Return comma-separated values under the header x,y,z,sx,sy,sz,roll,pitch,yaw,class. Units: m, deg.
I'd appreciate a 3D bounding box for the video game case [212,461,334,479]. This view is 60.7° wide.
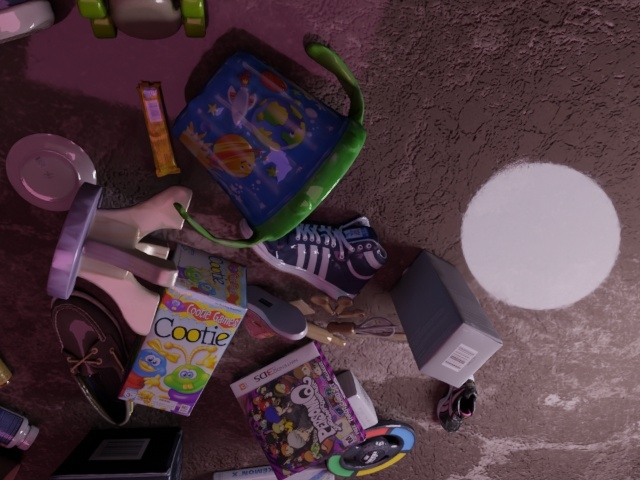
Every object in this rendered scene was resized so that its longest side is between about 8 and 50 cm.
x,y,z,sx,sy,sz,roll,pitch,yaw,class
-0.112,0.702,1.421,0.300,0.036,0.328,-5,120,-6,video game case

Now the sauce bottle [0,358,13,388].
x,y,z,sx,sy,sz,roll,pitch,yaw,class
-0.650,0.233,1.065,0.042,0.042,0.128,-17,119,1,sauce bottle

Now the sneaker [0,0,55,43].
x,y,z,sx,sy,sz,roll,pitch,yaw,class
-0.549,-0.310,0.723,0.350,0.131,0.148,-19,114,-4,sneaker

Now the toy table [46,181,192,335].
x,y,z,sx,sy,sz,roll,pitch,yaw,class
-0.315,0.017,0.860,0.161,0.274,0.252,16,106,-21,toy table

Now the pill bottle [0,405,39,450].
x,y,z,sx,sy,sz,roll,pitch,yaw,class
-0.658,0.391,1.139,0.120,0.067,0.067,39,108,-26,pill bottle

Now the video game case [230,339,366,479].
x,y,z,sx,sy,sz,roll,pitch,yaw,class
-0.048,0.358,1.156,0.210,0.042,0.232,-28,84,9,video game case

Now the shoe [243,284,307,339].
x,y,z,sx,sy,sz,roll,pitch,yaw,class
-0.089,0.157,1.042,0.064,0.178,0.081,-32,134,-34,shoe

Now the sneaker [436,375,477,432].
x,y,z,sx,sy,sz,roll,pitch,yaw,class
0.323,0.394,1.283,0.072,0.077,0.178,-1,121,-7,sneaker

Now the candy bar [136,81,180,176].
x,y,z,sx,sy,sz,roll,pitch,yaw,class
-0.265,-0.179,0.894,0.040,0.018,0.161,-9,121,-7,candy bar

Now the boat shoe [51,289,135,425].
x,y,z,sx,sy,sz,roll,pitch,yaw,class
-0.437,0.234,1.067,0.109,0.091,0.304,-15,121,0,boat shoe

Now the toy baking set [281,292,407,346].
x,y,z,sx,sy,sz,roll,pitch,yaw,class
0.042,0.171,1.085,0.256,0.030,0.197,29,147,-25,toy baking set

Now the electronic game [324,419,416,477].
x,y,z,sx,sy,sz,roll,pitch,yaw,class
0.121,0.502,1.310,0.230,0.048,0.229,-10,133,-11,electronic game

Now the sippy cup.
x,y,z,sx,sy,sz,roll,pitch,yaw,class
-0.089,-0.155,0.829,0.224,0.305,0.240,40,136,-15,sippy cup

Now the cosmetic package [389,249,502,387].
x,y,z,sx,sy,sz,roll,pitch,yaw,class
0.225,0.140,1.029,0.107,0.238,0.127,27,116,-19,cosmetic package

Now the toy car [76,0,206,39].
x,y,z,sx,sy,sz,roll,pitch,yaw,class
-0.242,-0.384,0.740,0.155,0.149,0.188,-4,92,-10,toy car

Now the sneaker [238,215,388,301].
x,y,z,sx,sy,sz,roll,pitch,yaw,class
0.000,0.000,0.990,0.282,0.099,0.153,33,115,-31,sneaker

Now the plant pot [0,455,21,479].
x,y,z,sx,sy,sz,roll,pitch,yaw,class
-0.815,0.503,1.103,0.274,0.256,0.256,34,111,-6,plant pot

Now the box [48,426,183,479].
x,y,z,sx,sy,sz,roll,pitch,yaw,class
-0.396,0.610,1.082,0.212,0.293,0.395,2,87,-9,box

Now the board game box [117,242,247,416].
x,y,z,sx,sy,sz,roll,pitch,yaw,class
-0.257,0.169,1.026,0.142,0.144,0.275,22,114,-19,board game box

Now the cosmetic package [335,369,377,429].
x,y,z,sx,sy,sz,roll,pitch,yaw,class
-0.003,0.398,1.234,0.231,0.085,0.117,-28,120,7,cosmetic package

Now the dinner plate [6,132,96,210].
x,y,z,sx,sy,sz,roll,pitch,yaw,class
-0.449,-0.109,0.910,0.141,0.017,0.141,-4,119,-7,dinner plate
